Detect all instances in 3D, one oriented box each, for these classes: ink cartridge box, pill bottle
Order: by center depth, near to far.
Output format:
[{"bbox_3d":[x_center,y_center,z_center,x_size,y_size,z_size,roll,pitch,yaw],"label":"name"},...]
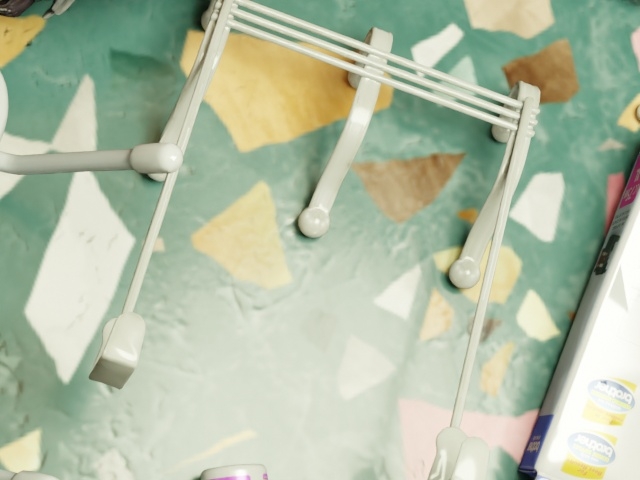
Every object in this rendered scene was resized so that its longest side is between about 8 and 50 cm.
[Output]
[{"bbox_3d":[-0.051,0.185,1.181,0.043,0.043,0.083,-3,78,-13],"label":"pill bottle"},{"bbox_3d":[0.256,0.092,1.245,0.186,0.065,0.311,23,79,-4],"label":"ink cartridge box"}]

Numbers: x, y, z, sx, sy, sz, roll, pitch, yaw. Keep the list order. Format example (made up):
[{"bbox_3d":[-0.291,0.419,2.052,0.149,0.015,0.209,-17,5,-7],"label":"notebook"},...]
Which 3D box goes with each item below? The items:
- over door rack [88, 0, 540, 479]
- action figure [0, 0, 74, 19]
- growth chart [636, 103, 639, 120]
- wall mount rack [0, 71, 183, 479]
[{"bbox_3d":[0.000,0.000,1.185,0.239,0.108,0.324,19,54,-8],"label":"over door rack"},{"bbox_3d":[-0.247,-0.209,1.182,0.185,0.099,0.285,39,45,23],"label":"action figure"},{"bbox_3d":[0.330,-0.033,1.321,0.172,0.021,0.237,-21,83,-16],"label":"growth chart"},{"bbox_3d":[-0.249,0.023,1.106,0.304,0.130,0.350,15,75,9],"label":"wall mount rack"}]
